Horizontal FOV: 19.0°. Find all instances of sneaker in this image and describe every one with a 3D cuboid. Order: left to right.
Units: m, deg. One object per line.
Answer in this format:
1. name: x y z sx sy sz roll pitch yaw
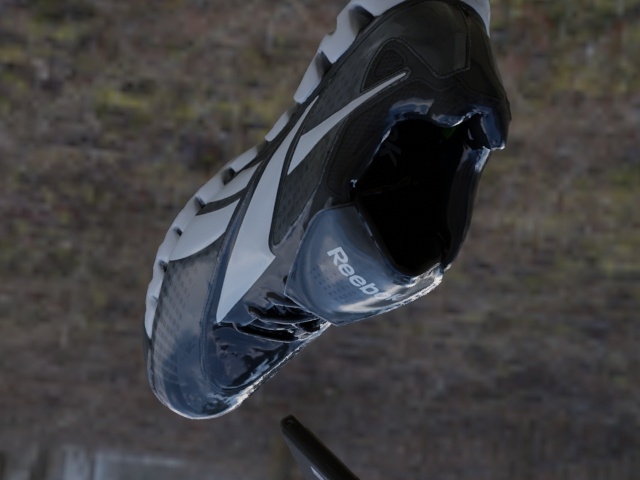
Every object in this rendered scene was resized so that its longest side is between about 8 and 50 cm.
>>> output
1. sneaker: 0.000 0.000 0.784 0.078 0.106 0.234 23 117 -30

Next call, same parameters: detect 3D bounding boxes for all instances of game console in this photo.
1. game console: 0.045 0.141 1.034 0.071 0.107 0.122 -31 -154 -12
